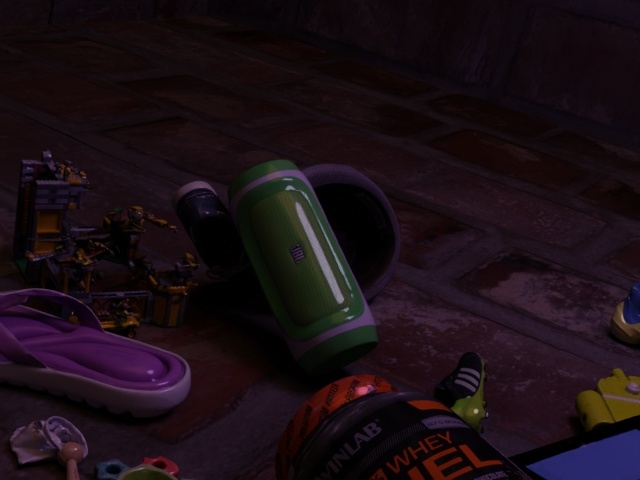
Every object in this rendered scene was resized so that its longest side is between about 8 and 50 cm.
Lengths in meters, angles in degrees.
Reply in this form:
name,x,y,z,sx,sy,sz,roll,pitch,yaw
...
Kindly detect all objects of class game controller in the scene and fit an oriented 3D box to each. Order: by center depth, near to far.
name,x,y,z,sx,sy,sz,roll,pitch,yaw
game controller,0.343,0.274,1.134,0.319,0.067,0.166,-12,6,-24

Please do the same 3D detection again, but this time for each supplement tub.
name,x,y,z,sx,sy,sz,roll,pitch,yaw
supplement tub,0.108,0.281,0.903,0.207,0.207,0.338,-4,26,-35

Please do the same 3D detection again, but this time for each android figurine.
name,x,y,z,sx,sy,sz,roll,pitch,yaw
android figurine,0.482,0.264,1.348,0.248,0.056,0.273,11,24,-2

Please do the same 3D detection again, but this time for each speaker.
name,x,y,z,sx,sy,sz,roll,pitch,yaw
speaker,-0.028,0.036,1.360,0.131,0.131,0.296,-9,66,-42

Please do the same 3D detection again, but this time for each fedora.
name,x,y,z,sx,sy,sz,roll,pitch,yaw
fedora,0.000,0.000,1.582,0.275,0.243,0.124,-10,1,-39

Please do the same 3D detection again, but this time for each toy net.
name,x,y,z,sx,sy,sz,roll,pitch,yaw
toy net,-0.236,0.237,1.049,0.232,0.045,0.122,22,24,24

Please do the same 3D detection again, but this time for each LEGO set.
name,x,y,z,sx,sy,sz,roll,pitch,yaw
LEGO set,-0.323,-0.015,1.422,0.255,0.192,0.331,2,24,-24

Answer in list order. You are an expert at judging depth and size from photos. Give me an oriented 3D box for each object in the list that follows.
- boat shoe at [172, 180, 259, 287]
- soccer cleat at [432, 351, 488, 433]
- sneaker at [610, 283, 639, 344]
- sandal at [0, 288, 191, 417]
name,x,y,z,sx,sy,sz,roll,pitch,yaw
boat shoe,-0.143,0.009,1.467,0.095,0.254,0.079,-27,52,-3
soccer cleat,0.193,0.205,1.336,0.072,0.060,0.179,12,24,2
sneaker,0.617,0.144,1.614,0.240,0.126,0.091,19,23,18
sandal,-0.359,0.111,1.215,0.416,0.102,0.169,13,22,3
